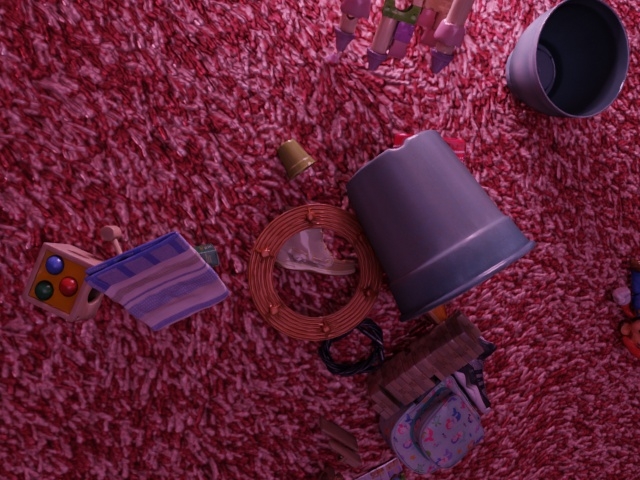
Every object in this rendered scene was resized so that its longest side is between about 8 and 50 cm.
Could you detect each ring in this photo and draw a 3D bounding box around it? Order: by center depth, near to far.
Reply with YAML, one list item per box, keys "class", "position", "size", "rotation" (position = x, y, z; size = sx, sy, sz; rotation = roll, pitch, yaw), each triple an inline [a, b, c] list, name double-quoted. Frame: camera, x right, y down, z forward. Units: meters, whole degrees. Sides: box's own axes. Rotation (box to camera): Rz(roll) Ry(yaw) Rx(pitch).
- class: "ring"
  position: [-0.006, 0.080, 1.208]
  size: [0.336, 0.032, 0.336]
  rotation: [-1, 94, -13]

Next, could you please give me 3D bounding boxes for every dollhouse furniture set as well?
- class: "dollhouse furniture set"
  position: [0.011, 0.588, 1.319]
  size: [0.123, 0.144, 0.151]
  rotation: [36, 100, -14]

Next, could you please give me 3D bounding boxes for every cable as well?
- class: "cable"
  position: [0.085, 0.282, 1.332]
  size: [0.184, 0.047, 0.150]
  rotation: [-1, 93, -14]

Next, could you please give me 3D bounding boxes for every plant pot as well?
- class: "plant pot"
  position: [0.245, -0.045, 1.143]
  size: [0.341, 0.341, 0.334]
  rotation: [-28, 82, -13]
- class: "plant pot"
  position: [-0.065, -0.200, 1.212]
  size: [0.083, 0.083, 0.079]
  rotation: [-36, 93, -10]
- class: "plant pot"
  position: [0.622, -0.462, 1.330]
  size: [0.293, 0.196, 0.293]
  rotation: [-2, 97, -18]

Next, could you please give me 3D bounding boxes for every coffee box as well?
- class: "coffee box"
  position: [-0.327, 0.050, 1.136]
  size: [0.184, 0.113, 0.040]
  rotation: [-13, 100, -18]

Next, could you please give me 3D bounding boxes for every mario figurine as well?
- class: "mario figurine"
  position: [1.041, 0.226, 1.567]
  size: [0.170, 0.198, 0.320]
  rotation: [0, 93, -40]

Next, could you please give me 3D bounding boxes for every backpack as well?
- class: "backpack"
  position: [0.298, 0.503, 1.371]
  size: [0.253, 0.191, 0.225]
  rotation: [-36, 108, -5]

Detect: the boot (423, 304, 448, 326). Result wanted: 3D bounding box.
- class: "boot"
  position: [0.328, 0.097, 1.361]
  size: [0.211, 0.104, 0.295]
  rotation: [-44, 104, -8]

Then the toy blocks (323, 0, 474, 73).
- class: "toy blocks"
  position: [0.180, -0.526, 1.195]
  size: [0.288, 0.309, 0.260]
  rotation: [13, 126, -8]

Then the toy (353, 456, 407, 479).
- class: "toy"
  position: [0.144, 0.730, 1.413]
  size: [0.237, 0.056, 0.137]
  rotation: [-24, 103, -14]

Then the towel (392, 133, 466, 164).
- class: "towel"
  position: [0.277, -0.138, 1.309]
  size: [0.199, 0.031, 0.275]
  rotation: [6, 86, -5]

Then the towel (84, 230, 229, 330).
- class: "towel"
  position: [-0.335, 0.099, 1.075]
  size: [0.209, 0.034, 0.285]
  rotation: [-25, 147, -2]

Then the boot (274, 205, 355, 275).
- class: "boot"
  position: [0.000, 0.000, 1.257]
  size: [0.213, 0.077, 0.165]
  rotation: [8, 92, -18]

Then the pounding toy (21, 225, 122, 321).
- class: "pounding toy"
  position: [-0.493, 0.060, 1.056]
  size: [0.181, 0.094, 0.206]
  rotation: [23, 90, 8]

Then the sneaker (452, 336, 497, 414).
- class: "sneaker"
  position: [0.451, 0.365, 1.437]
  size: [0.153, 0.101, 0.268]
  rotation: [-37, 104, -7]

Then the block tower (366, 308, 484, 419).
- class: "block tower"
  position: [0.266, 0.327, 1.313]
  size: [0.335, 0.097, 0.091]
  rotation: [-41, 108, 14]
